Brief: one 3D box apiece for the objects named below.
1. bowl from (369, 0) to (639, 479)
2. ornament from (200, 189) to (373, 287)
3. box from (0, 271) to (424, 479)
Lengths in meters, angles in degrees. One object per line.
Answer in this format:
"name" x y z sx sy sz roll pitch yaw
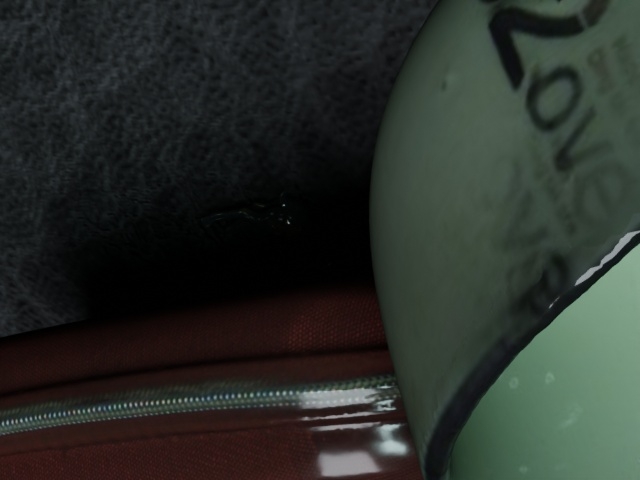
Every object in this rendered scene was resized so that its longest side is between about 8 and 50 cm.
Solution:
"bowl" 0.163 -0.058 0.585 0.354 0.354 0.185 -53 53 46
"ornament" 0.000 0.000 0.876 0.125 0.028 0.073 -9 125 35
"box" -0.044 0.087 0.837 0.404 0.263 0.108 -11 82 33
